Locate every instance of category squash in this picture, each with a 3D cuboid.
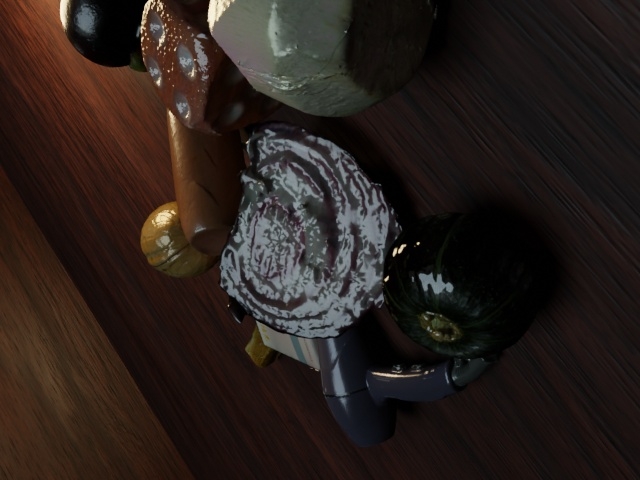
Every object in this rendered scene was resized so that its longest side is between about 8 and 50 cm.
[{"bbox_3d":[0.162,0.054,0.853,0.193,0.156,0.193,17,124,26],"label":"squash"}]

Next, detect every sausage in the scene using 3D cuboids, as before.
[{"bbox_3d":[-0.186,-0.132,1.205,0.121,0.121,0.304,128,134,-59],"label":"sausage"}]

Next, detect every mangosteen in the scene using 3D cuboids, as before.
[{"bbox_3d":[-0.323,-0.377,1.242,0.230,0.194,0.194,32,147,1],"label":"mangosteen"}]

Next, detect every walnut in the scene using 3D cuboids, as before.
[{"bbox_3d":[-0.289,-0.001,1.518,0.197,0.165,0.165,-6,109,51],"label":"walnut"}]

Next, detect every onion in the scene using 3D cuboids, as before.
[{"bbox_3d":[0.000,0.000,1.075,0.280,0.146,0.314,29,112,18],"label":"onion"}]

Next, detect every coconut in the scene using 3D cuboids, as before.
[{"bbox_3d":[-0.009,-0.254,0.792,0.230,0.227,0.227,29,138,36],"label":"coconut"}]

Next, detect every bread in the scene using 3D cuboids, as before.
[{"bbox_3d":[-0.114,0.215,1.528,0.074,0.053,0.132,48,148,16],"label":"bread"}]

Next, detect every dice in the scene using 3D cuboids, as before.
[{"bbox_3d":[-0.141,-0.272,1.033,0.174,0.175,0.179,49,149,23],"label":"dice"}]

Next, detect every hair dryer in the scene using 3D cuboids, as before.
[{"bbox_3d":[0.120,0.163,1.095,0.361,0.121,0.301,-13,94,51],"label":"hair dryer"}]

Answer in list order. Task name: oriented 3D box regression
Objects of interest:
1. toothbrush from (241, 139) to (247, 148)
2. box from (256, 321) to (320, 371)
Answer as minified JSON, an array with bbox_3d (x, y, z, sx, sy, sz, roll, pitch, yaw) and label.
[{"bbox_3d":[-0.081,-0.145,1.204,0.257,0.018,0.024,21,128,50],"label":"toothbrush"},{"bbox_3d":[-0.078,0.055,1.320,0.200,0.065,0.343,11,124,54],"label":"box"}]
